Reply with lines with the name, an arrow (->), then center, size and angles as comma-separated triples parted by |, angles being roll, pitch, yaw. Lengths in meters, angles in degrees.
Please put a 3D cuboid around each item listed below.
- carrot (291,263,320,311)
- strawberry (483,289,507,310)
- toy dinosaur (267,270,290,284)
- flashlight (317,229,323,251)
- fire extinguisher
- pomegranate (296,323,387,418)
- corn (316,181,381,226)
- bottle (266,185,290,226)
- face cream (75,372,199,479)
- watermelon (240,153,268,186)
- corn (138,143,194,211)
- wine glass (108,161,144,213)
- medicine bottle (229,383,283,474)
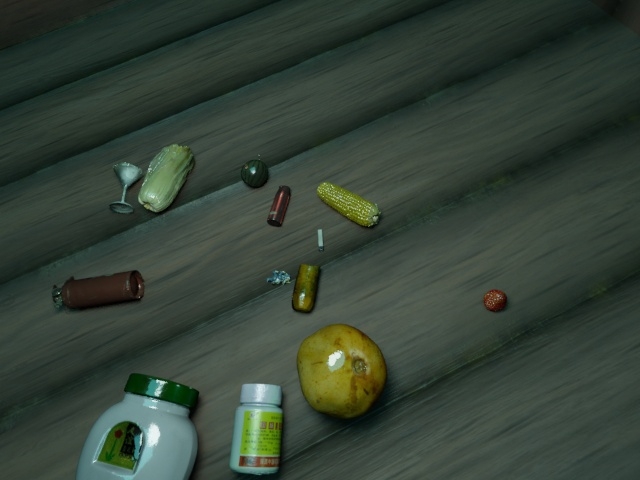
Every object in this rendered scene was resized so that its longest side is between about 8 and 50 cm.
carrot -> -0.049, 0.155, 1.362 | 0.082, 0.082, 0.173 | 5, 67, 9
strawberry -> 0.558, 0.188, 1.276 | 0.073, 0.083, 0.073 | 0, 78, -1
toy dinosaur -> -0.146, 0.133, 1.411 | 0.083, 0.030, 0.047 | 3, 62, 9
flashlight -> 0.000, 0.000, 1.469 | 0.018, 0.018, 0.083 | -6, 62, 3
fire extinguisher -> -0.808, 0.168, 1.438 | 0.337, 0.106, 0.147 | -8, 37, 2
pomegranate -> 0.051, 0.369, 1.148 | 0.264, 0.264, 0.264 | -3, 63, 5
corn -> 0.101, -0.136, 1.488 | 0.260, 0.091, 0.091 | 33, 74, 24
bottle -> -0.154, -0.135, 1.537 | 0.060, 0.060, 0.164 | 9, 64, 11
face cream -> -0.497, 0.575, 1.120 | 0.312, 0.219, 0.357 | 7, 61, 12
watermelon -> -0.256, -0.277, 1.587 | 0.105, 0.105, 0.133 | 16, 86, 14
corn -> -0.613, -0.254, 1.611 | 0.123, 0.122, 0.305 | 11, 63, 11
wine glass -> -0.783, -0.204, 1.616 | 0.122, 0.122, 0.183 | -3, 68, 5
medicine bottle -> -0.178, 0.534, 1.149 | 0.139, 0.139, 0.225 | -1, 63, 6
